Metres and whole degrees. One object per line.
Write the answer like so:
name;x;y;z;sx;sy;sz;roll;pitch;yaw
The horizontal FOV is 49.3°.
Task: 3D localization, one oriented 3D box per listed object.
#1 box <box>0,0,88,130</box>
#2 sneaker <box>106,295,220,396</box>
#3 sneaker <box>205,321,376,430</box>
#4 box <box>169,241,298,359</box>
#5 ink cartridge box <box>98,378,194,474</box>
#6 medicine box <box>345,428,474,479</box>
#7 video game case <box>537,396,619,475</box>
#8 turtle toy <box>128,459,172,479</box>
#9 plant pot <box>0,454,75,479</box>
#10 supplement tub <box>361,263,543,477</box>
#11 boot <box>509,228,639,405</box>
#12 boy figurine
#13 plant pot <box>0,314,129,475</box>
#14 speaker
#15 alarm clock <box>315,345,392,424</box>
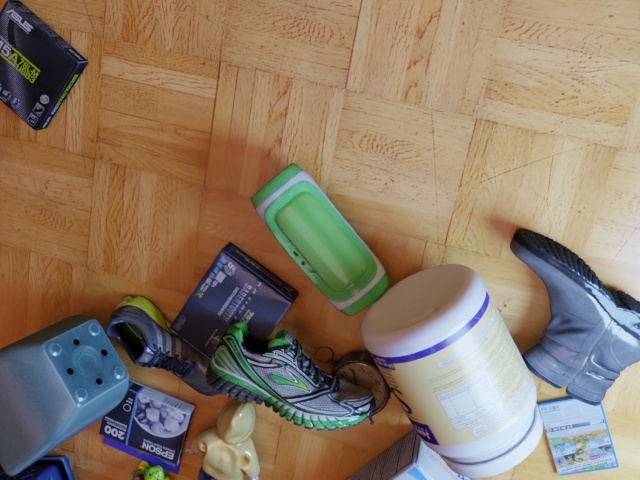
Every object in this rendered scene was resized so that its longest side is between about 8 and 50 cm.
box;-0.596;-0.354;1.420;0.190;0.045;0.184;42;114;-2
sneaker;-0.338;0.245;1.500;0.299;0.121;0.111;34;112;2
sneaker;-0.054;0.266;1.372;0.343;0.134;0.147;18;100;6
box;-0.183;0.148;1.466;0.183;0.059;0.233;37;112;-1
ink cartridge box;-0.409;0.438;1.620;0.206;0.045;0.208;19;112;8
medicine box;0.190;0.588;1.462;0.263;0.149;0.289;45;112;-3
video game case;0.514;0.387;1.392;0.119;0.015;0.166;-15;102;17
turtle toy;-0.403;0.569;1.639;0.095;0.066;0.130;35;119;-1
plant pot;-0.708;0.647;1.668;0.235;0.212;0.236;-8;104;16
supplement tub;0.246;0.238;1.280;0.240;0.241;0.331;-24;107;19
boot;0.439;0.151;1.285;0.338;0.118;0.223;38;114;3
boy figurine;-0.216;0.477;1.560;0.177;0.092;0.285;16;109;9
plant pot;-0.552;0.293;1.458;0.252;0.247;0.248;-32;89;34
speaker;0.000;0.000;1.340;0.131;0.131;0.297;-38;95;21
alarm clock;0.068;0.282;1.443;0.192;0.064;0.129;39;112;-3
